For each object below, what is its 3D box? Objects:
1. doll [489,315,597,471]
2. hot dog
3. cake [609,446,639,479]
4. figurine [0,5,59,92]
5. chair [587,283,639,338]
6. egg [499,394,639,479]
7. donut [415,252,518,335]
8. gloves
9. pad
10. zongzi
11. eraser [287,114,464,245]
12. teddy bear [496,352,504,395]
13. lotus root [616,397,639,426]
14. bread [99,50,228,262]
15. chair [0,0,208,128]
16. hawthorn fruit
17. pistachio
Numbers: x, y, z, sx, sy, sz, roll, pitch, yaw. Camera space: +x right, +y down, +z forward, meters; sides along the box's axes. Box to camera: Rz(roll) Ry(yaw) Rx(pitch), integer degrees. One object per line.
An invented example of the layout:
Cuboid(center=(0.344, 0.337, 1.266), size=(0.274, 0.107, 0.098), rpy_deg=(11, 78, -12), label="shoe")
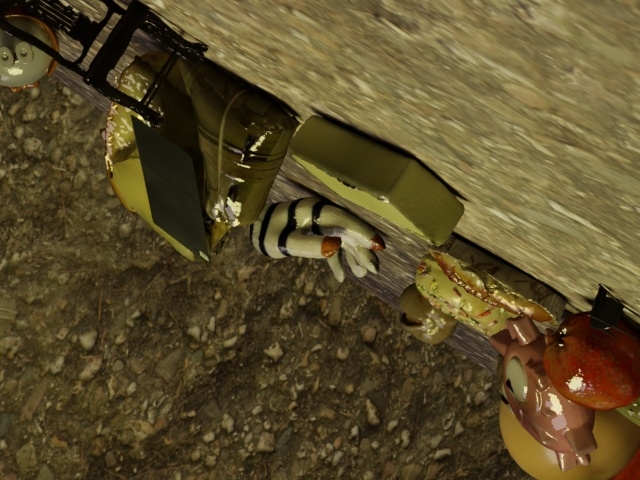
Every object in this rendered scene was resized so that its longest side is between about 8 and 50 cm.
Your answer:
Cuboid(center=(0.292, 0.191, 1.965), size=(0.211, 0.093, 0.262), rpy_deg=(60, 168, 21), label="doll")
Cuboid(center=(0.215, 0.052, 1.887), size=(0.192, 0.053, 0.099), rpy_deg=(28, 171, 21), label="hot dog")
Cuboid(center=(0.607, 0.397, 2.485), size=(0.177, 0.151, 0.283), rpy_deg=(19, -173, -43), label="cake")
Cuboid(center=(-0.494, -0.310, 2.497), size=(0.143, 0.143, 0.271), rpy_deg=(33, 175, -5), label="figurine")
Cuboid(center=(0.298, 0.075, 1.602), size=(0.086, 0.037, 0.042), rpy_deg=(30, 167, -37), label="chair")
Cuboid(center=(0.359, 0.251, 2.165), size=(0.201, 0.201, 0.244), rpy_deg=(33, 174, -3), label="egg")
Cuboid(center=(0.208, 0.080, 2.204), size=(0.175, 0.068, 0.174), rpy_deg=(33, 176, 2), label="donut")
Cuboid(center=(0.003, -0.013, 2.476), size=(0.219, 0.131, 0.140), rpy_deg=(-3, 159, 22), label="gloves")
Cuboid(center=(-0.182, -0.060, 1.870), size=(0.116, 0.004, 0.193), rpy_deg=(35, 149, 32), label="pad")
Cuboid(center=(-0.130, -0.106, 1.788), size=(0.178, 0.189, 0.081), rpy_deg=(34, -151, 19), label="zongzi")
Cuboid(center=(0.057, -0.065, 1.606), size=(0.172, 0.058, 0.117), rpy_deg=(29, 175, 47), label="eraser")
Cuboid(center=(0.368, 0.233, 2.463), size=(0.177, 0.140, 0.190), rpy_deg=(36, 168, -10), label="teddy bear")
Cuboid(center=(0.403, 0.187, 1.872), size=(0.090, 0.077, 0.183), rpy_deg=(43, 175, -38), label="lotus root")
Cuboid(center=(-0.170, -0.128, 1.942), size=(0.204, 0.162, 0.262), rpy_deg=(33, 135, 10), label="bread")
Cuboid(center=(-0.250, -0.226, 1.694), size=(0.229, 0.106, 0.113), rpy_deg=(32, 177, -6), label="chair")
Cuboid(center=(0.313, 0.136, 1.723), size=(0.128, 0.128, 0.128), rpy_deg=(32, 176, 2), label="hawthorn fruit")
Cuboid(center=(0.193, 0.123, 2.722), size=(0.113, 0.113, 0.149), rpy_deg=(34, -169, -23), label="pistachio")
